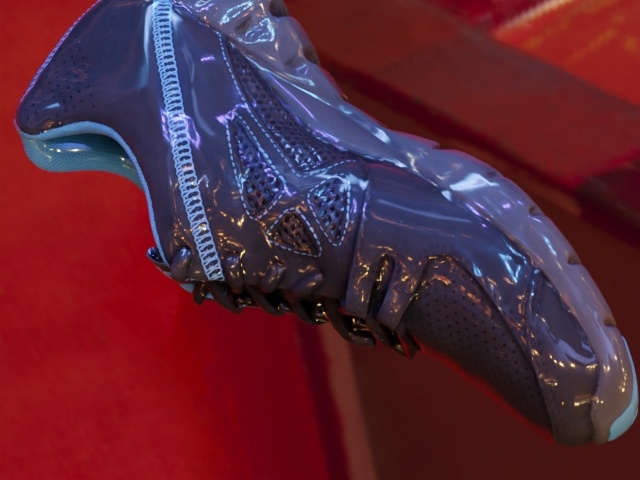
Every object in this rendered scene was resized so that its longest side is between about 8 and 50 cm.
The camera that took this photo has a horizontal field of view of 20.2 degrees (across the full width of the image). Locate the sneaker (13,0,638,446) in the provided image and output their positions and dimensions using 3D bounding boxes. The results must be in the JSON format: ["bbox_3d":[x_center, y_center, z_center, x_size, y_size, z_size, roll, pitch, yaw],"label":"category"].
[{"bbox_3d":[0.000,0.000,0.868,0.139,0.341,0.125,-44,159,-16],"label":"sneaker"}]
